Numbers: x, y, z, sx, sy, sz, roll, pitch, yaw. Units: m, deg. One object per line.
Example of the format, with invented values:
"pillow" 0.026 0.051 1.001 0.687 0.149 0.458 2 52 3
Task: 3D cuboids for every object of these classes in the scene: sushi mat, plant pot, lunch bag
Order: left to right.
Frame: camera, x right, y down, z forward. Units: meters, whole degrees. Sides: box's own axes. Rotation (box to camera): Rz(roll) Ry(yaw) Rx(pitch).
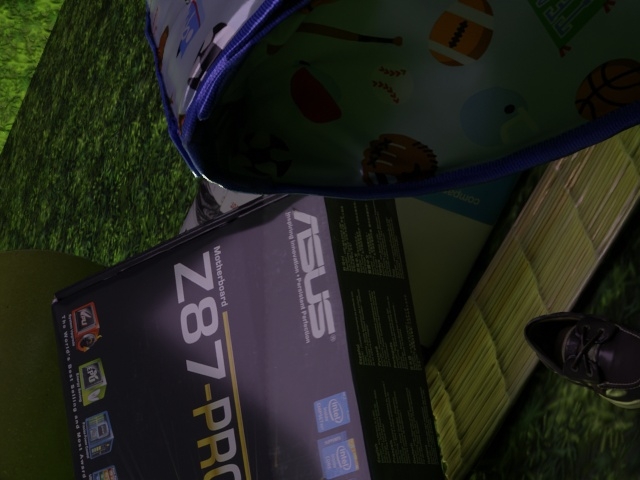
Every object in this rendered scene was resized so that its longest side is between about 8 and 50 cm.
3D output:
"plant pot" -0.326 0.208 2.085 0.275 0.274 0.293 -53 18 39
"lunch bag" 0.063 -0.189 1.302 0.385 0.239 0.328 -22 27 1
"sushi mat" 0.160 0.028 1.421 0.316 0.019 0.151 -61 23 24

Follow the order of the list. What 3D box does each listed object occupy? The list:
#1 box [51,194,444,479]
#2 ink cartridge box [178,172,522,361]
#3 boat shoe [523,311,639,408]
"box" -0.052 0.184 1.426 0.318 0.097 0.395 -22 69 38
"ink cartridge box" 0.000 0.000 1.643 0.395 0.166 0.285 -65 22 17
"boat shoe" 0.184 0.078 1.267 0.152 0.049 0.056 2 73 69
